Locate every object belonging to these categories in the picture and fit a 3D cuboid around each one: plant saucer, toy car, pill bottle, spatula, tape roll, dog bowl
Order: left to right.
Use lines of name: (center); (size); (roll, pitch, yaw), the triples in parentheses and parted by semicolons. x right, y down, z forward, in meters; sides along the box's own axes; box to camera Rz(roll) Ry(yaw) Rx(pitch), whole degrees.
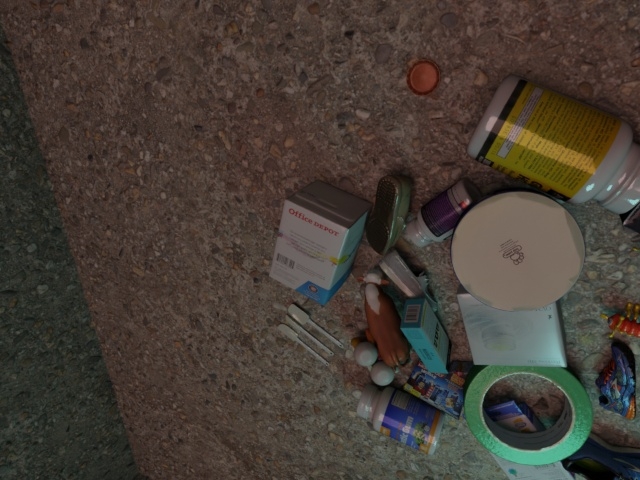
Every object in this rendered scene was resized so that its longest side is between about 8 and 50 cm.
spatula: (-0.039, 0.348, 1.550); (0.242, 0.019, 0.168); (37, 125, 8)
toy car: (0.190, 0.363, 1.372); (0.136, 0.159, 0.182); (-41, 90, 0)
pill bottle: (0.265, 0.585, 1.416); (0.271, 0.152, 0.153); (16, 120, 20)
plant saucer: (0.249, -0.394, 1.027); (0.083, 0.013, 0.084); (12, 118, 23)
pill bottle: (0.319, -0.063, 1.093); (0.193, 0.108, 0.108); (-38, 92, 36)
dog bowl: (0.423, 0.018, 0.934); (0.264, 0.104, 0.265); (4, 101, 20)
tape roll: (0.565, 0.457, 1.178); (0.320, 0.077, 0.322); (3, 100, 16)
pill bottle: (0.496, -0.193, 0.881); (0.333, 0.188, 0.188); (30, 124, 14)

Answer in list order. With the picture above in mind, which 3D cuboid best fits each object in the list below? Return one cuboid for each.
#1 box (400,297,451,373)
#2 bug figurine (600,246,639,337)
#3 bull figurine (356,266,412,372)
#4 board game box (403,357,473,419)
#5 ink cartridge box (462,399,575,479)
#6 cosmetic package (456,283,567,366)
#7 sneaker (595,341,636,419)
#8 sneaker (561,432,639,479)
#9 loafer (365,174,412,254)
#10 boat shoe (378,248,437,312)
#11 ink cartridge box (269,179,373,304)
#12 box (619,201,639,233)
box: (0.308, 0.277, 1.219); (0.060, 0.101, 0.244); (-8, 133, 33)
bug figurine: (0.787, 0.134, 0.954); (0.216, 0.072, 0.279); (16, 120, 21)
bull figurine: (0.193, 0.235, 1.252); (0.101, 0.311, 0.188); (-20, 144, 15)
board game box: (0.387, 0.437, 1.332); (0.194, 0.060, 0.194); (27, 123, 15)
ink cartridge box: (0.602, 0.616, 1.301); (0.185, 0.065, 0.311); (-36, 96, 36)
cosmetic package: (0.499, 0.198, 1.106); (0.223, 0.138, 0.225); (-9, 110, 32)
sneaker: (0.751, 0.358, 1.082); (0.087, 0.083, 0.221); (-1, 111, 35)
sneaker: (0.813, 0.638, 1.143); (0.329, 0.147, 0.130); (12, 119, 23)
loafer: (0.197, -0.067, 1.169); (0.102, 0.092, 0.269); (50, 148, 33)
boat shoe: (0.271, 0.116, 1.224); (0.227, 0.079, 0.081); (42, 103, -10)
ink cartridge box: (0.000, 0.000, 1.245); (0.198, 0.197, 0.270); (26, 124, 16)
box: (0.727, -0.049, 0.848); (0.207, 0.153, 0.108); (32, 126, 13)
